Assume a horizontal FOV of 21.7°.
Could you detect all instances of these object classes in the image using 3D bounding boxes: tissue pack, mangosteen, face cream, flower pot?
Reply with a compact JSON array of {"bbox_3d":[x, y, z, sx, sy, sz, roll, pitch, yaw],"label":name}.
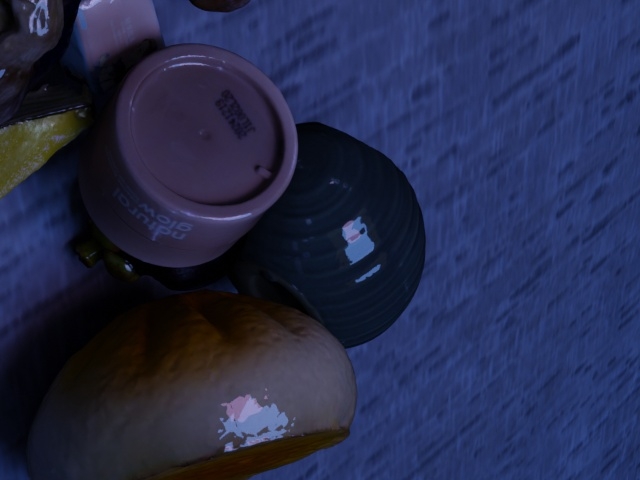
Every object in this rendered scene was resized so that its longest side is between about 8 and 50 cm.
[{"bbox_3d":[-0.168,-0.170,1.275,0.074,0.058,0.094,-40,144,-23],"label":"tissue pack"},{"bbox_3d":[-0.136,-0.014,1.406,0.151,0.137,0.137,-23,145,4],"label":"mangosteen"},{"bbox_3d":[-0.103,-0.064,1.290,0.149,0.149,0.104,-38,178,-31],"label":"face cream"},{"bbox_3d":[0.000,0.000,1.529,0.157,0.189,0.243,-58,154,-22],"label":"flower pot"}]

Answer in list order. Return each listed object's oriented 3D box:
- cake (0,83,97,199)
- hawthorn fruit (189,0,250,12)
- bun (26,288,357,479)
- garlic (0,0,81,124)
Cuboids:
[{"bbox_3d":[-0.261,-0.081,1.225,0.185,0.079,0.116,-42,134,-9],"label":"cake"},{"bbox_3d":[-0.079,-0.220,1.374,0.103,0.066,0.067,-43,157,-76],"label":"hawthorn fruit"},{"bbox_3d":[-0.116,0.131,1.460,0.299,0.165,0.299,-15,168,-3],"label":"bun"},{"bbox_3d":[-0.243,-0.153,1.087,0.245,0.160,0.245,-45,155,-28],"label":"garlic"}]
